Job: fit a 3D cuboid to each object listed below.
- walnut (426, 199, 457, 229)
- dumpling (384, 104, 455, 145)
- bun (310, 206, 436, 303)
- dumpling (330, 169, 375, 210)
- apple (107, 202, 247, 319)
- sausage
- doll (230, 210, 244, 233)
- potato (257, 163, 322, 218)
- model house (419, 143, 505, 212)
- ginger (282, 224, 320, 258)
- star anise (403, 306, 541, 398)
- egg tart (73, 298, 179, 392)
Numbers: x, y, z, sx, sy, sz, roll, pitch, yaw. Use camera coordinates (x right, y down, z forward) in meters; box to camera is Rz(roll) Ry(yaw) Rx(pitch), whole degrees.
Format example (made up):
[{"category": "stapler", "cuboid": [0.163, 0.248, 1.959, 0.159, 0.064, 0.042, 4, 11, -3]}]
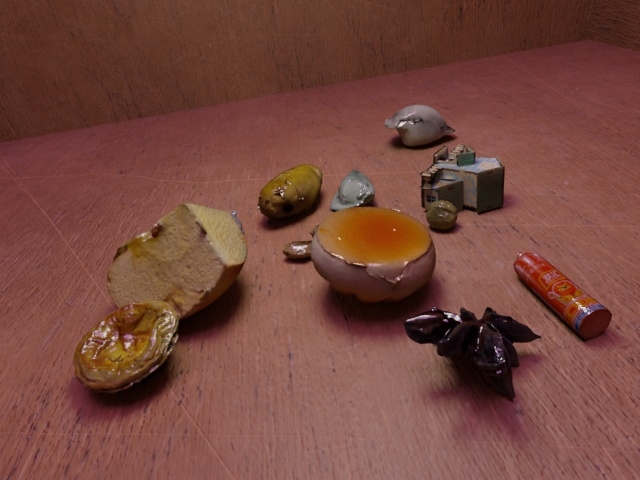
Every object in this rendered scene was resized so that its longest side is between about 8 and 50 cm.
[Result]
[{"category": "walnut", "cuboid": [0.345, -0.072, 1.401, 0.092, 0.092, 0.092, -7, 30, 4]}, {"category": "dumpling", "cuboid": [0.389, -0.453, 1.990, 0.175, 0.243, 0.227, -56, 19, -1]}, {"category": "bun", "cuboid": [0.124, 0.051, 1.172, 0.299, 0.164, 0.299, 0, 32, 0]}, {"category": "dumpling", "cuboid": [0.098, -0.165, 1.600, 0.149, 0.104, 0.216, -8, 31, 3]}, {"category": "apple", "cuboid": [-0.359, 0.057, 1.227, 0.309, 0.252, 0.314, -39, 31, 15]}, {"category": "sausage", "cuboid": [0.507, 0.101, 1.072, 0.074, 0.074, 0.274, -13, 30, -7]}, {"category": "doll", "cuboid": [-0.287, -0.017, 1.496, 0.102, 0.075, 0.227, 10, 44, 1]}, {"category": "potato", "cuboid": [-0.093, -0.162, 1.617, 0.173, 0.140, 0.300, -1, 25, 28]}, {"category": "model house", "cuboid": [0.451, -0.187, 1.480, 0.206, 0.178, 0.271, 18, 37, 36]}, {"category": "ginger", "cuboid": [-0.009, -0.003, 1.409, 0.214, 0.059, 0.133, -15, 39, -7]}, {"category": "star anise", "cuboid": [0.284, 0.185, 0.920, 0.212, 0.129, 0.283, 26, 10, 30]}, {"category": "egg tart", "cuboid": [-0.409, 0.232, 1.065, 0.241, 0.106, 0.241, -12, 38, 10]}]
